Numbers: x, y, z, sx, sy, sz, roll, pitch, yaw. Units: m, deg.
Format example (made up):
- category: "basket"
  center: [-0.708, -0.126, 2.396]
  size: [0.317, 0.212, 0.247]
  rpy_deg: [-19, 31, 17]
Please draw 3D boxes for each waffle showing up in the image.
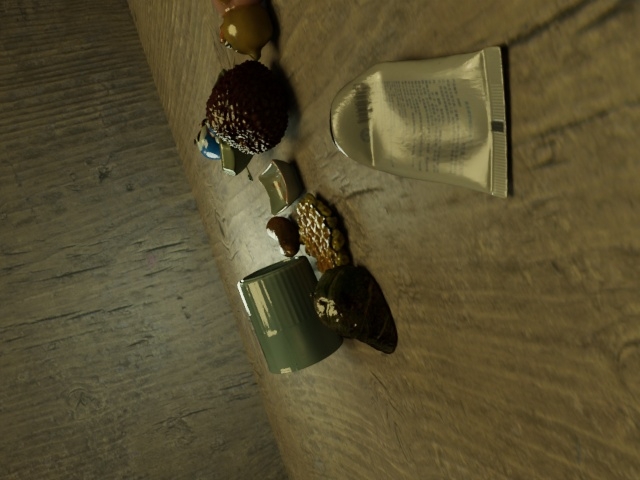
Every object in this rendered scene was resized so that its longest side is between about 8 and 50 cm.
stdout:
- category: "waffle"
  center: [0.004, 0.004, 1.596]
  size: [0.301, 0.058, 0.281]
  rpy_deg: [45, 146, 53]

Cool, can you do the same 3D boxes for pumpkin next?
- category: "pumpkin"
  center: [0.086, 0.198, 1.403]
  size: [0.278, 0.163, 0.111]
  rpy_deg: [69, 160, 4]

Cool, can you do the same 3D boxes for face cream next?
- category: "face cream"
  center: [0.160, -0.217, 0.974]
  size: [0.420, 0.137, 0.234]
  rpy_deg: [21, 126, 54]

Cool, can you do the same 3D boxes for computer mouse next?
- category: "computer mouse"
  center: [-0.297, -0.415, 1.882]
  size: [0.228, 0.146, 0.428]
  rpy_deg: [95, 165, -60]

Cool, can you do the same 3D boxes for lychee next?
- category: "lychee"
  center: [-0.209, -0.400, 1.571]
  size: [0.271, 0.272, 0.271]
  rpy_deg: [51, 151, 43]

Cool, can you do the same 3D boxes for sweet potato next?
- category: "sweet potato"
  center: [-0.113, -0.009, 1.809]
  size: [0.292, 0.098, 0.097]
  rpy_deg: [-131, 30, -60]

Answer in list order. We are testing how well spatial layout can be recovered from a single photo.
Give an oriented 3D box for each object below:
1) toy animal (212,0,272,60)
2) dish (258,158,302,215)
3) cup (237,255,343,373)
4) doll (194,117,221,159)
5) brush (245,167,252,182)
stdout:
- category: "toy animal"
  center: [-0.220, -0.647, 1.492]
  size: [0.169, 0.195, 0.281]
  rpy_deg: [-2, 105, 27]
- category: "dish"
  center: [-0.125, -0.178, 1.738]
  size: [0.151, 0.077, 0.212]
  rpy_deg: [69, 159, 3]
- category: "cup"
  center: [-0.081, 0.219, 1.742]
  size: [0.257, 0.331, 0.311]
  rpy_deg: [-16, 98, 41]
- category: "doll"
  center: [-0.418, -0.438, 2.141]
  size: [0.256, 0.161, 0.215]
  rpy_deg: [119, 159, -48]
- category: "brush"
  center: [-0.297, -0.273, 2.176]
  size: [0.016, 0.013, 0.083]
  rpy_deg: [113, 136, -63]
